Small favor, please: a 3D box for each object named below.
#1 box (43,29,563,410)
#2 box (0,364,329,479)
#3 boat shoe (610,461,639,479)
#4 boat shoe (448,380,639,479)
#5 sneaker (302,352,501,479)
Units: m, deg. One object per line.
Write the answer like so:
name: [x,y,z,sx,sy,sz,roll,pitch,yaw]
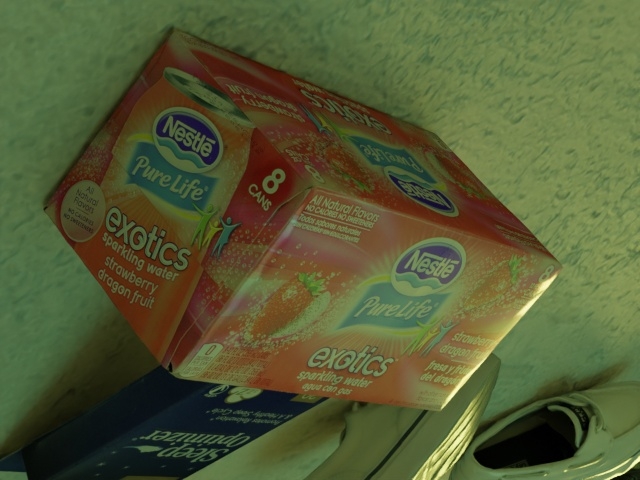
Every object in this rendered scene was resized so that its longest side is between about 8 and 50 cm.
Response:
box: [0.000,0.000,0.998,0.142,0.154,0.300,-51,147,17]
box: [-0.104,0.128,1.085,0.225,0.036,0.136,-30,156,27]
boat shoe: [0.352,0.241,1.759,0.073,0.080,0.223,14,114,-47]
boat shoe: [0.245,0.195,1.563,0.258,0.095,0.084,-24,149,-27]
sneaker: [0.065,0.162,1.340,0.258,0.091,0.094,-41,151,-44]
